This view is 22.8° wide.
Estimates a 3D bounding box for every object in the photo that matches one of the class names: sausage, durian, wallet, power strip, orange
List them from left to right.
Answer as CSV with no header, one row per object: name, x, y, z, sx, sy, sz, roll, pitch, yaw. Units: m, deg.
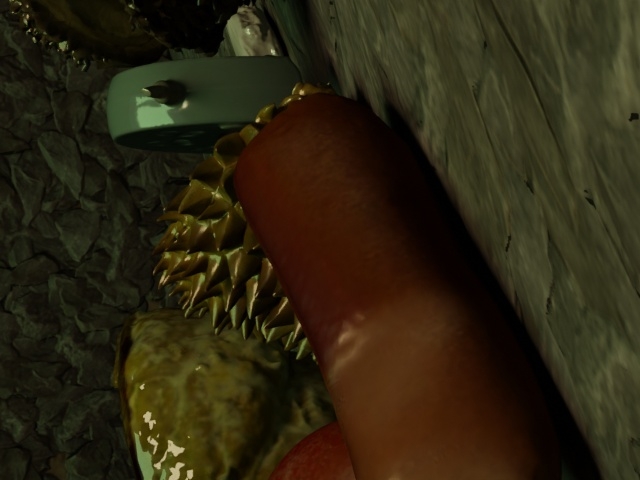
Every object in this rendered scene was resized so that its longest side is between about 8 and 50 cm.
durian,-0.110,-0.198,1.002,0.196,0.196,0.167,-119,11,-61
power strip,-0.073,-0.086,1.032,0.216,0.137,0.044,30,-121,-85
orange,-0.041,0.228,1.372,0.271,0.210,0.368,-70,-30,-60
wallet,-0.035,-0.095,1.244,0.095,0.033,0.190,-118,11,-51
durian,-0.005,0.014,0.974,0.186,0.154,0.260,42,170,23
sausage,0.034,0.034,0.733,0.083,0.089,0.300,59,-175,-44

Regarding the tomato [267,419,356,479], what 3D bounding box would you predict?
tomato,0.039,0.168,0.809,0.167,0.167,0.167,162,90,-84
